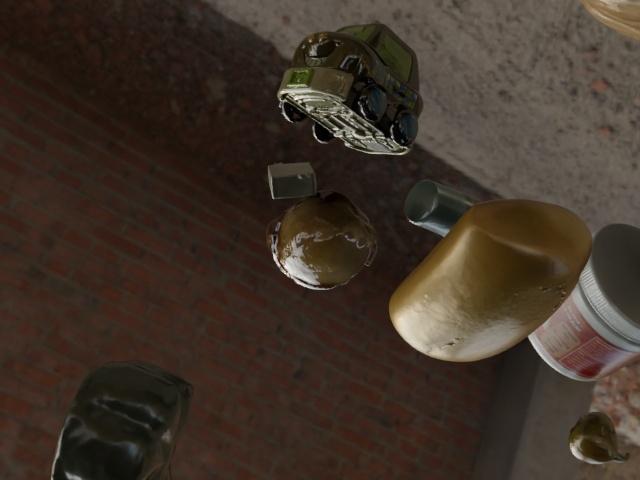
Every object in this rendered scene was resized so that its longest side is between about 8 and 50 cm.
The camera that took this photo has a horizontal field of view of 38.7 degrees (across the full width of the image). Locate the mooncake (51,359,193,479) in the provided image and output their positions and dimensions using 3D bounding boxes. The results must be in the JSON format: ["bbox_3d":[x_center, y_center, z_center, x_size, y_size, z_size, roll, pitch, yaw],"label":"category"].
[{"bbox_3d":[-0.200,0.213,0.955,0.104,0.168,0.175,13,127,11],"label":"mooncake"}]

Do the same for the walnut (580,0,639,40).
[{"bbox_3d":[0.318,-0.298,0.697,0.344,0.306,0.306,-17,138,21],"label":"walnut"}]

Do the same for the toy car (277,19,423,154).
[{"bbox_3d":[0.064,-0.265,1.484,0.204,0.198,0.248,8,166,44],"label":"toy car"}]

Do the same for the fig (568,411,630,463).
[{"bbox_3d":[0.457,0.333,1.494,0.098,0.082,0.084,41,-160,23],"label":"fig"}]

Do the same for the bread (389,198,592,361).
[{"bbox_3d":[0.162,0.049,0.873,0.147,0.098,0.217,6,143,-19],"label":"bread"}]

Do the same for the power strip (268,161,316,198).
[{"bbox_3d":[-0.050,-0.106,1.544,0.075,0.042,0.175,-5,-165,-4],"label":"power strip"}]

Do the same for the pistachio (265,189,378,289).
[{"bbox_3d":[0.000,0.000,1.523,0.210,0.165,0.130,2,172,27],"label":"pistachio"}]

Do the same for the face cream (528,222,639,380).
[{"bbox_3d":[0.450,0.101,1.451,0.201,0.201,0.187,28,141,-11],"label":"face cream"}]

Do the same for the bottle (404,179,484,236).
[{"bbox_3d":[0.272,-0.027,1.573,0.286,0.082,0.082,19,159,-35],"label":"bottle"}]
